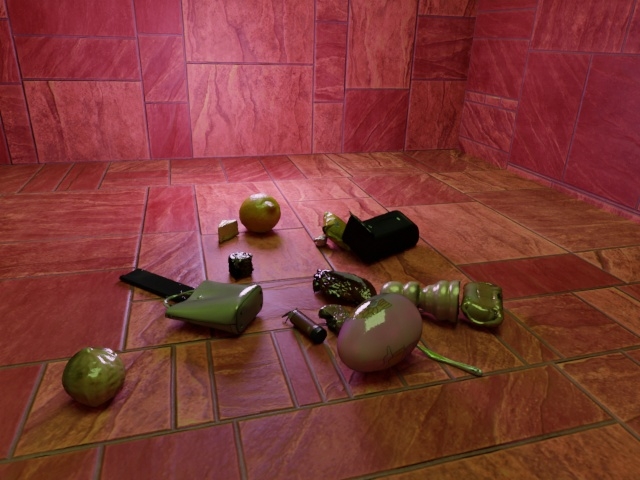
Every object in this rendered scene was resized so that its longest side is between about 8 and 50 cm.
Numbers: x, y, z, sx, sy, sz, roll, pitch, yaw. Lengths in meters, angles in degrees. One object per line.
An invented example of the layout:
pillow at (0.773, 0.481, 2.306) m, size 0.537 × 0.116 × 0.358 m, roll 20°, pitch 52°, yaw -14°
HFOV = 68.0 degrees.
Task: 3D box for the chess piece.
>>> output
chess piece at (0.323, 0.186, 1.551) m, size 0.260 × 0.143 × 0.143 m, roll 5°, pitch 23°, yaw 17°

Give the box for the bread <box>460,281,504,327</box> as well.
bread at (0.533, 0.210, 1.567) m, size 0.134 × 0.081 × 0.225 m, roll 12°, pitch 27°, yaw 16°

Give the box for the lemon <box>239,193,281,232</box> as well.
lemon at (-0.278, -0.124, 2.167) m, size 0.186 × 0.187 × 0.244 m, roll -15°, pitch -4°, yaw -34°

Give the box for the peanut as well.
peanut at (-0.555, 0.334, 1.166) m, size 0.140 × 0.109 × 0.159 m, roll -15°, pitch 38°, yaw -12°

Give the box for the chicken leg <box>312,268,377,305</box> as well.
chicken leg at (0.117, 0.183, 1.591) m, size 0.158 × 0.096 × 0.407 m, roll -17°, pitch 31°, yaw -28°

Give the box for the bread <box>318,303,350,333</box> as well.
bread at (0.052, 0.244, 1.479) m, size 0.082 × 0.060 × 0.113 m, roll -14°, pitch 30°, yaw -31°

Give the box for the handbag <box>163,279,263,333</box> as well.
handbag at (-0.357, 0.189, 1.508) m, size 0.315 × 0.109 × 0.241 m, roll 10°, pitch 22°, yaw 16°

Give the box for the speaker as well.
speaker at (0.262, -0.048, 1.971) m, size 0.388 × 0.184 × 0.180 m, roll -19°, pitch 53°, yaw -40°

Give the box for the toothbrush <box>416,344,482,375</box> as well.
toothbrush at (0.330, 0.326, 1.350) m, size 0.263 × 0.026 × 0.022 m, roll 16°, pitch 33°, yaw 30°

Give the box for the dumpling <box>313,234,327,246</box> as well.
dumpling at (0.000, -0.003, 2.060) m, size 0.057 × 0.052 × 0.076 m, roll 19°, pitch 29°, yaw 8°

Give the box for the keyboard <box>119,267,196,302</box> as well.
keyboard at (-0.578, 0.158, 1.686) m, size 0.309 × 0.018 × 0.101 m, roll 14°, pitch 25°, yaw 27°

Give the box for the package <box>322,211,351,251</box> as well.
package at (0.071, -0.045, 2.077) m, size 0.168 × 0.090 × 0.226 m, roll 38°, pitch 16°, yaw -16°

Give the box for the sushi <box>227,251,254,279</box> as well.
sushi at (-0.305, 0.091, 1.781) m, size 0.094 × 0.084 × 0.098 m, roll 19°, pitch 25°, yaw 39°

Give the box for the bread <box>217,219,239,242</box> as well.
bread at (-0.406, -0.042, 2.082) m, size 0.080 × 0.084 × 0.109 m, roll 0°, pitch 23°, yaw 0°

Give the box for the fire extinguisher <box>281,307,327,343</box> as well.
fire extinguisher at (-0.054, 0.257, 1.460) m, size 0.062 × 0.050 × 0.177 m, roll -50°, pitch 42°, yaw -13°

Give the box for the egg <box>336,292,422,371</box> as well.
egg at (0.164, 0.255, 1.299) m, size 0.196 × 0.196 × 0.271 m, roll 15°, pitch 35°, yaw 29°
